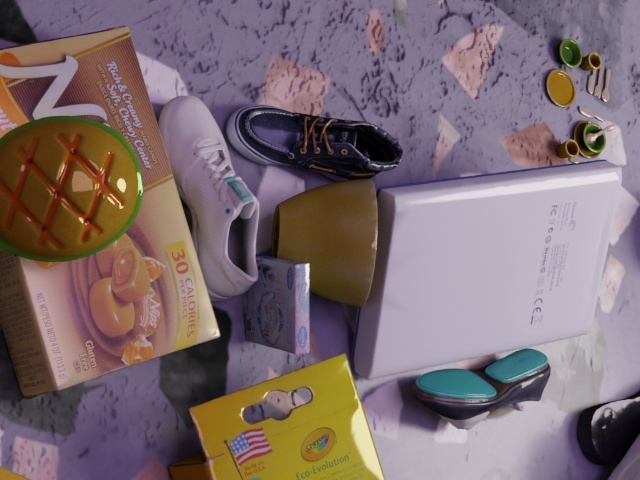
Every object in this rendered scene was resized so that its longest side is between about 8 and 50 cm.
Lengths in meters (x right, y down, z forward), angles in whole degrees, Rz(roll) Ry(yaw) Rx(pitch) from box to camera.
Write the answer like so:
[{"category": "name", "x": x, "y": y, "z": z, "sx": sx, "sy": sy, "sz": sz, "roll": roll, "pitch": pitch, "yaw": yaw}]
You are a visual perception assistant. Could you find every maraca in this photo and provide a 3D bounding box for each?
[{"category": "maraca", "x": -0.247, "y": -0.041, "z": 1.383, "sx": 0.185, "sy": 0.099, "sz": 0.127, "roll": -12, "pitch": 94, "yaw": -6}]

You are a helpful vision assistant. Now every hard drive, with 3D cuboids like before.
[{"category": "hard drive", "x": 0.185, "y": 0.028, "z": 1.733, "sx": 0.318, "sy": 0.040, "sz": 0.210, "roll": -8, "pitch": 117, "yaw": -34}]

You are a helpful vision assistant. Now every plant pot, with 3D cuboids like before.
[{"category": "plant pot", "x": 0.000, "y": 0.000, "z": 1.638, "sx": 0.095, "sy": 0.134, "sz": 0.134, "roll": 3, "pitch": 76, "yaw": -9}]

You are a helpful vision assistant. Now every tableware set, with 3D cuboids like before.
[{"category": "tableware set", "x": 0.319, "y": -0.167, "z": 1.946, "sx": 0.104, "sy": 0.024, "sz": 0.154, "roll": 23, "pitch": 68, "yaw": -28}]

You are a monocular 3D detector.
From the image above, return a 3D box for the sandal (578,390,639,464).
[{"category": "sandal", "x": 0.418, "y": 0.208, "z": 1.909, "sx": 0.254, "sy": 0.054, "sz": 0.097, "roll": -22, "pitch": 93, "yaw": -36}]

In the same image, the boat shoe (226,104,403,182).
[{"category": "boat shoe", "x": -0.004, "y": -0.109, "z": 1.674, "sx": 0.183, "sy": 0.083, "sz": 0.065, "roll": 14, "pitch": 72, "yaw": -31}]

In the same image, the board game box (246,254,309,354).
[{"category": "board game box", "x": -0.043, "y": 0.063, "z": 1.592, "sx": 0.020, "sy": 0.090, "sz": 0.090, "roll": -4, "pitch": 98, "yaw": -34}]

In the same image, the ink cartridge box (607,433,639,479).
[{"category": "ink cartridge box", "x": 0.467, "y": 0.372, "z": 1.840, "sx": 0.306, "sy": 0.131, "sz": 0.226, "roll": 46, "pitch": 69, "yaw": -21}]

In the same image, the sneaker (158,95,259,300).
[{"category": "sneaker", "x": -0.100, "y": -0.049, "z": 1.589, "sx": 0.080, "sy": 0.094, "sz": 0.212, "roll": -13, "pitch": 86, "yaw": -34}]

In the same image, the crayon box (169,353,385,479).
[{"category": "crayon box", "x": -0.021, "y": 0.292, "z": 1.574, "sx": 0.202, "sy": 0.081, "sz": 0.318, "roll": -15, "pitch": 89, "yaw": -36}]

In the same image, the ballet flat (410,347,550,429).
[{"category": "ballet flat", "x": 0.177, "y": 0.172, "z": 1.747, "sx": 0.203, "sy": 0.074, "sz": 0.074, "roll": -11, "pitch": 86, "yaw": -41}]

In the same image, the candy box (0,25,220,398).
[{"category": "candy box", "x": -0.231, "y": -0.030, "z": 1.497, "sx": 0.183, "sy": 0.087, "sz": 0.316, "roll": -17, "pitch": 89, "yaw": -35}]

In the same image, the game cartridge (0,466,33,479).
[{"category": "game cartridge", "x": -0.371, "y": 0.307, "z": 1.355, "sx": 0.323, "sy": 0.052, "sz": 0.285, "roll": 29, "pitch": 65, "yaw": -23}]
